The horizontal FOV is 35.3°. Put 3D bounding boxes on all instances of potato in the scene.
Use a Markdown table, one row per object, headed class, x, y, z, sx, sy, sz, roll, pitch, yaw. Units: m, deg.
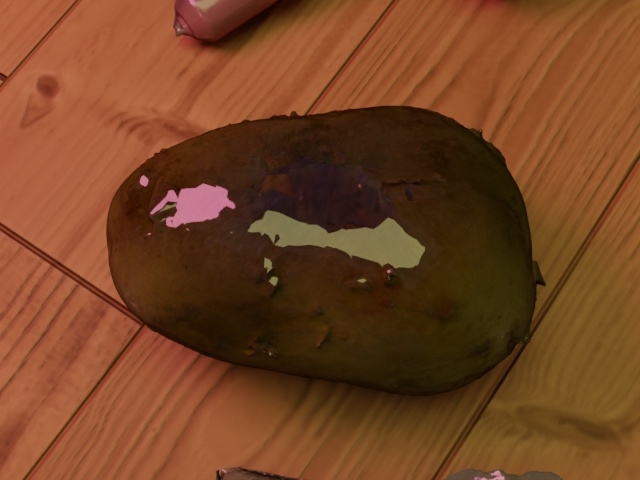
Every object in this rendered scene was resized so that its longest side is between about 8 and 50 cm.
| class | x | y | z | sx | sy | sz | roll | pitch | yaw |
| --- | --- | --- | --- | --- | --- | --- | --- | --- | --- |
| potato | 0.000 | 0.000 | 0.702 | 0.307 | 0.173 | 0.210 | 2 | 69 | 5 |

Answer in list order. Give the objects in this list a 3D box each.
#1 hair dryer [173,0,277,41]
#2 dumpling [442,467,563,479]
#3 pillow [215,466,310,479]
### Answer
| class | x | y | z | sx | sy | sz | roll | pitch | yaw |
| --- | --- | --- | --- | --- | --- | --- | --- | --- | --- |
| hair dryer | 0.032 | -0.257 | 0.857 | 0.352 | 0.125 | 0.210 | -34 | 68 | 2 |
| dumpling | 0.108 | 0.253 | 0.629 | 0.105 | 0.149 | 0.216 | 7 | 67 | -32 |
| pillow | 0.029 | 0.233 | 0.575 | 0.302 | 0.075 | 0.185 | -6 | 70 | 44 |
